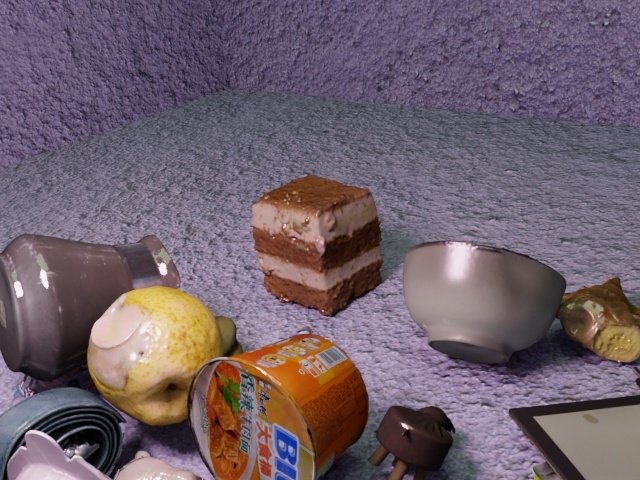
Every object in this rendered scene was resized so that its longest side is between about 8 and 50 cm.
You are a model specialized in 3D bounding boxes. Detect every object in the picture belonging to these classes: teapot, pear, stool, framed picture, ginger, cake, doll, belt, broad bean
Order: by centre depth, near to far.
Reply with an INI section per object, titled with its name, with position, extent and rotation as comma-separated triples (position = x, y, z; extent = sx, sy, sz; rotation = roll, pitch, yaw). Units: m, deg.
[doll]
position = -0.283, 0.433, 1.304
extent = 0.192, 0.095, 0.149
rotation = 7, 29, 18
[framed picture]
position = 0.544, 0.359, 1.338
extent = 0.347, 0.016, 0.265
rotation = -3, 23, -16
[belt]
position = -0.468, 0.368, 1.346
extent = 0.116, 0.207, 0.267
rotation = 15, 23, 38
[stool]
position = 0.169, 0.359, 1.349
extent = 0.125, 0.121, 0.217
rotation = 26, 7, 23
[pear]
position = -0.308, 0.221, 1.448
extent = 0.271, 0.271, 0.271
rotation = -4, 24, 2
[teapot]
position = -0.510, 0.119, 1.647
extent = 0.361, 0.306, 0.376
rotation = -7, 14, -35
[broad bean]
position = -0.294, 0.267, 1.661
extent = 0.263, 0.121, 0.189
rotation = -24, 19, -11
[ginger]
position = 0.625, 0.160, 1.697
extent = 0.218, 0.123, 0.270
rotation = 17, 22, 14
[cake]
position = 0.000, 0.000, 1.975
extent = 0.255, 0.290, 0.282
rotation = 16, 29, 36

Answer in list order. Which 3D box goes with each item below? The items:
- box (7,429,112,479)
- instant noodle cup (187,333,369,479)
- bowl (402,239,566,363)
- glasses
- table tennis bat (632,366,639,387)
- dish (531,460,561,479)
[box]
position = -0.413, 0.450, 1.095
extent = 0.262, 0.291, 0.206
rotation = 8, 38, 20
[instant noodle cup]
position = -0.059, 0.307, 1.346
extent = 0.296, 0.296, 0.214
rotation = 13, 21, 35
[bowl]
position = 0.331, 0.150, 1.616
extent = 0.353, 0.354, 0.185
rotation = 6, 71, 24
[glasses]
position = -0.551, 0.302, 1.690
extent = 0.255, 0.095, 0.162
rotation = -13, 53, -21
[table tennis bat]
position = 0.664, 0.284, 1.548
extent = 0.050, 0.007, 0.083
rotation = -9, 26, -9
[dish]
position = 0.422, 0.402, 1.299
extent = 0.137, 0.039, 0.091
rotation = -12, 26, -21
